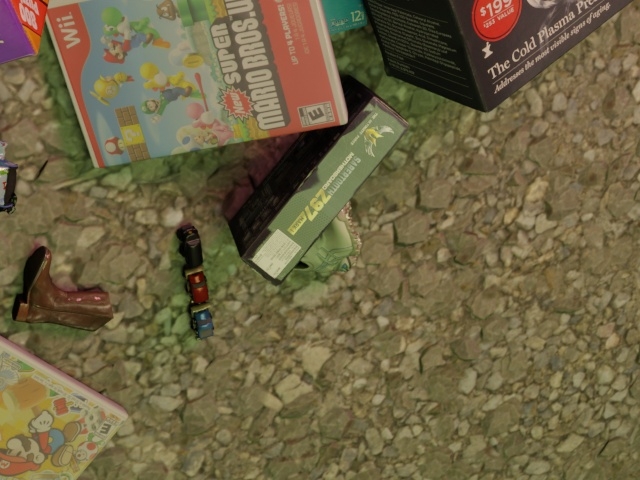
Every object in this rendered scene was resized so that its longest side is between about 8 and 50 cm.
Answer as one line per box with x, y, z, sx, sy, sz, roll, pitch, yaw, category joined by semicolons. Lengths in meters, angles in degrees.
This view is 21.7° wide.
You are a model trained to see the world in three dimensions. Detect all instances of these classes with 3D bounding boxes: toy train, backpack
-0.144;0.054;1.970;0.027;0.036;0.158;-18;123;-18;toy train
-0.381;-0.073;1.738;0.114;0.105;0.084;3;92;-28;backpack

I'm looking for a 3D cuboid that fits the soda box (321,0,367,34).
-0.058;-0.253;1.825;0.210;0.067;0.071;-17;123;-19;soda box

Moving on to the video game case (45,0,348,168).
-0.130;-0.190;1.763;0.285;0.025;0.204;-9;120;9;video game case

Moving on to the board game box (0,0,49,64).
-0.438;-0.333;1.335;0.357;0.356;0.356;-15;126;8;board game box

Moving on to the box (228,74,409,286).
-0.006;-0.071;1.881;0.059;0.183;0.232;39;95;-15;box

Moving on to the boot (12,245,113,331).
-0.282;0.056;1.899;0.114;0.037;0.106;10;125;-28;boot

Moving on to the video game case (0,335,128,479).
-0.371;0.231;1.958;0.206;0.026;0.227;-50;127;5;video game case

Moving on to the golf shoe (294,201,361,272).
0.000;0.000;1.959;0.086;0.069;0.176;-12;158;-8;golf shoe

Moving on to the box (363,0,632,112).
0.200;-0.370;1.787;0.343;0.179;0.312;-38;127;-20;box
